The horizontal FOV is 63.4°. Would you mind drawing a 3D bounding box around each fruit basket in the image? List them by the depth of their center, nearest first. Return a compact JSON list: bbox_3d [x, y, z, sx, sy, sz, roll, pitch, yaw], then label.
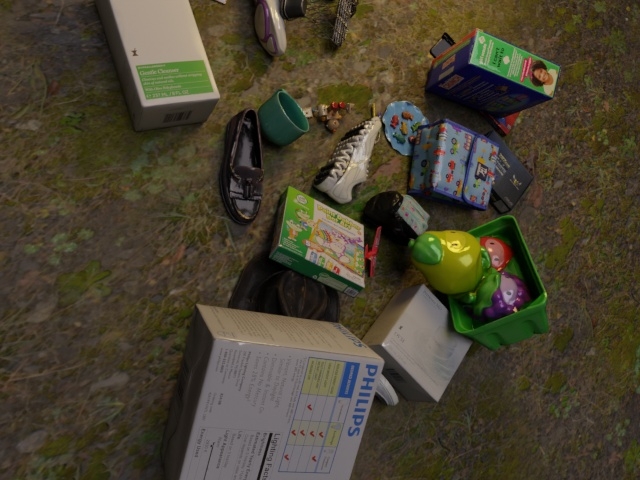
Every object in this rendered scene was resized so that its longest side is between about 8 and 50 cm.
[{"bbox_3d":[0.429,0.075,1.425,0.392,0.283,0.392,49,26,-34],"label":"fruit basket"}]

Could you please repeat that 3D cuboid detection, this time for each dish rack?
[{"bbox_3d":[0.003,-0.695,1.507,0.271,0.074,0.208,13,89,-59],"label":"dish rack"}]

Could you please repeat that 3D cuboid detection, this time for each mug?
[{"bbox_3d":[-0.106,-0.327,1.408,0.129,0.097,0.158,50,26,-18],"label":"mug"}]

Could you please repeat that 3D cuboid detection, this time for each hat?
[{"bbox_3d":[-0.063,0.170,1.287,0.331,0.134,0.331,7,74,-26],"label":"hat"}]

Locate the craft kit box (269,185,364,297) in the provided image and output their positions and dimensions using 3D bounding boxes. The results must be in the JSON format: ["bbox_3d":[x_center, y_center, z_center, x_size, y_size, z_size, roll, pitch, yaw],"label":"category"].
[{"bbox_3d":[0.000,0.000,1.347,0.250,0.061,0.246,27,35,-19],"label":"craft kit box"}]

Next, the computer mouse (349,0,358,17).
[{"bbox_3d":[-0.005,-0.813,1.612,0.272,0.072,0.188,13,72,-35],"label":"computer mouse"}]

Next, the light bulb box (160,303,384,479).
[{"bbox_3d":[-0.111,0.351,1.096,0.361,0.225,0.358,13,97,-24],"label":"light bulb box"}]

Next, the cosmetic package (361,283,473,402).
[{"bbox_3d":[0.262,0.281,1.420,0.224,0.138,0.225,46,60,-10],"label":"cosmetic package"}]

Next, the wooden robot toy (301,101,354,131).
[{"bbox_3d":[0.030,-0.356,1.509,0.173,0.076,0.079,-13,94,-28],"label":"wooden robot toy"}]

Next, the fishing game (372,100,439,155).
[{"bbox_3d":[0.282,-0.362,1.652,0.264,0.041,0.189,10,75,-25],"label":"fishing game"}]

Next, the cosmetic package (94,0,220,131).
[{"bbox_3d":[-0.404,-0.473,1.269,0.197,0.155,0.365,-18,87,-28],"label":"cosmetic package"}]

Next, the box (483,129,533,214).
[{"bbox_3d":[0.601,-0.234,1.768,0.233,0.059,0.183,48,61,-8],"label":"box"}]

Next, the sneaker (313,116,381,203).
[{"bbox_3d":[0.098,-0.233,1.497,0.118,0.110,0.292,41,71,-21],"label":"sneaker"}]

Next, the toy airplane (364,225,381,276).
[{"bbox_3d":[0.141,0.037,1.440,0.028,0.151,0.151,11,68,13],"label":"toy airplane"}]

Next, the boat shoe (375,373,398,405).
[{"bbox_3d":[0.108,0.361,1.362,0.081,0.079,0.227,-42,92,-20],"label":"boat shoe"}]

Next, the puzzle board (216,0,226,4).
[{"bbox_3d":[-0.320,-0.730,1.458,0.128,0.011,0.096,15,71,-24],"label":"puzzle board"}]

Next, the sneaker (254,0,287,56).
[{"bbox_3d":[-0.119,-0.674,1.486,0.152,0.114,0.305,-6,80,-27],"label":"sneaker"}]

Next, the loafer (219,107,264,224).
[{"bbox_3d":[-0.196,-0.197,1.334,0.109,0.095,0.302,3,75,-26],"label":"loafer"}]

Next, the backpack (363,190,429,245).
[{"bbox_3d":[0.231,-0.062,1.492,0.182,0.152,0.115,39,72,-27],"label":"backpack"}]

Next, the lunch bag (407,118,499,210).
[{"bbox_3d":[0.439,-0.224,1.628,0.293,0.138,0.221,12,86,-28],"label":"lunch bag"}]

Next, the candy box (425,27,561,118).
[{"bbox_3d":[0.544,-0.522,1.668,0.317,0.268,0.122,14,85,-17],"label":"candy box"}]

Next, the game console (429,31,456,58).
[{"bbox_3d":[0.453,-0.660,1.831,0.122,0.071,0.107,43,32,-12],"label":"game console"}]

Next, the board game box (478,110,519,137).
[{"bbox_3d":[0.595,-0.515,1.857,0.281,0.027,0.145,42,62,-12],"label":"board game box"}]
